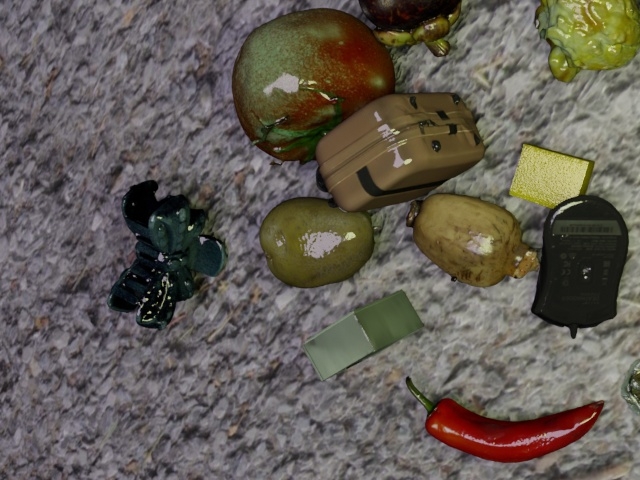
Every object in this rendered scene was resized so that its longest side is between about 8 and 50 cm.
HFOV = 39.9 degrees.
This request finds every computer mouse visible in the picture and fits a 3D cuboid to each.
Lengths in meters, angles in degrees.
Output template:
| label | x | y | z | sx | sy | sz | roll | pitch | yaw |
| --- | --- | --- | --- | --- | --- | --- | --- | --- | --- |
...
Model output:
| label | x | y | z | sx | sy | sz | roll | pitch | yaw |
| --- | --- | --- | --- | --- | --- | --- | --- | --- | --- |
| computer mouse | 0.443 | 0.041 | 1.516 | 0.147 | 0.088 | 0.264 | 5 | 108 | 4 |

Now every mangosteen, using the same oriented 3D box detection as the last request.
| label | x | y | z | sx | sy | sz | roll | pitch | yaw |
| --- | --- | --- | --- | --- | --- | --- | --- | --- | --- |
| mangosteen | 0.170 | -0.421 | 1.553 | 0.192 | 0.192 | 0.217 | -18 | 103 | 30 |

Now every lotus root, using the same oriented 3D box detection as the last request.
| label | x | y | z | sx | sy | sz | roll | pitch | yaw |
| --- | --- | --- | --- | --- | --- | --- | --- | --- | --- |
| lotus root | 0.264 | -0.001 | 1.582 | 0.256 | 0.140 | 0.155 | 24 | 102 | 30 |

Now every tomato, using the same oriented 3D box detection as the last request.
| label | x | y | z | sx | sy | sz | roll | pitch | yaw |
| --- | --- | --- | --- | --- | --- | --- | --- | --- | --- |
| tomato | -0.022 | -0.290 | 1.636 | 0.303 | 0.303 | 0.239 | -28 | 67 | 29 |

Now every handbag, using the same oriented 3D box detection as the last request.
| label | x | y | z | sx | sy | sz | roll | pitch | yaw |
| --- | --- | --- | --- | --- | --- | --- | --- | --- | --- |
| handbag | 0.118 | -0.142 | 1.555 | 0.283 | 0.301 | 0.149 | -28 | 83 | 34 |

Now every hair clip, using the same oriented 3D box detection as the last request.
| label | x | y | z | sx | sy | sz | roll | pitch | yaw |
| --- | --- | --- | --- | --- | --- | --- | --- | --- | --- |
| hair clip | -0.338 | 0.025 | 1.884 | 0.194 | 0.206 | 0.310 | 27 | 114 | 29 |

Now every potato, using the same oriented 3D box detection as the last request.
| label | x | y | z | sx | sy | sz | roll | pitch | yaw |
| --- | --- | --- | --- | --- | --- | --- | --- | --- | --- |
| potato | 0.000 | 0.000 | 1.720 | 0.251 | 0.159 | 0.174 | -8 | 117 | 21 |

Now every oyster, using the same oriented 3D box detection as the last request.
| label | x | y | z | sx | sy | sz | roll | pitch | yaw |
| --- | --- | --- | --- | --- | --- | --- | --- | --- | --- |
| oyster | 0.560 | 0.245 | 1.519 | 0.100 | 0.037 | 0.098 | -47 | 54 | 47 |

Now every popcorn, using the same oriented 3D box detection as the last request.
| label | x | y | z | sx | sy | sz | roll | pitch | yaw |
| --- | --- | --- | --- | --- | --- | --- | --- | --- | --- |
| popcorn | 0.426 | -0.349 | 1.428 | 0.198 | 0.198 | 0.212 | 56 | 152 | 11 |

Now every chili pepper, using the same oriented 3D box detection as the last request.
| label | x | y | z | sx | sy | sz | roll | pitch | yaw |
| --- | --- | --- | --- | --- | --- | --- | --- | --- | --- |
| chili pepper | 0.331 | 0.340 | 1.636 | 0.368 | 0.092 | 0.137 | 4 | 80 | 22 |

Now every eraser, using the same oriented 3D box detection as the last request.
| label | x | y | z | sx | sy | sz | roll | pitch | yaw |
| --- | --- | --- | --- | --- | --- | --- | --- | --- | --- |
| eraser | 0.403 | -0.108 | 1.542 | 0.122 | 0.045 | 0.097 | 20 | 107 | 26 |

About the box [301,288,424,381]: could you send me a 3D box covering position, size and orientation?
| label | x | y | z | sx | sy | sz | roll | pitch | yaw |
| --- | --- | --- | --- | --- | --- | --- | --- | --- | --- |
| box | 0.082 | 0.176 | 1.657 | 0.129 | 0.225 | 0.086 | -34 | 80 | 28 |
